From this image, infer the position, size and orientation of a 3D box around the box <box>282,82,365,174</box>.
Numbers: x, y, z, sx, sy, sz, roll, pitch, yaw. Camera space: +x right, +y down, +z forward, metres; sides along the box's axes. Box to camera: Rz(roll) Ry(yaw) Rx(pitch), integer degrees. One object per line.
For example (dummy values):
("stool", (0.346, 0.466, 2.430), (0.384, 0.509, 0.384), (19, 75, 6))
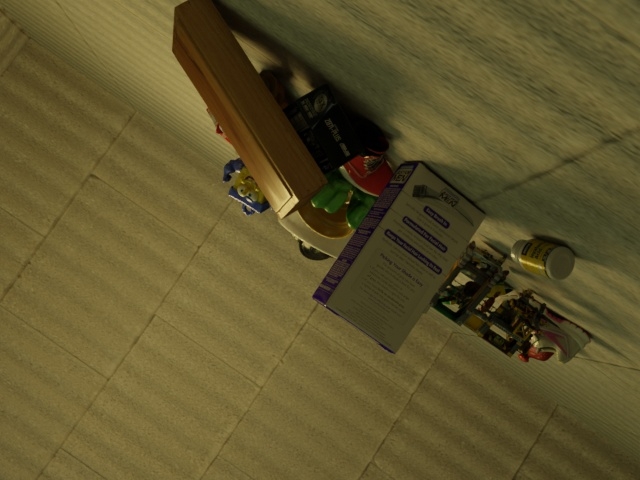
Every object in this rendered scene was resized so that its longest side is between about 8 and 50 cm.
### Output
("box", (-0.015, -0.200, 1.443), (0.147, 0.077, 0.180), (59, 157, -7))

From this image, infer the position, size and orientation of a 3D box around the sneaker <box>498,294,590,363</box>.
("sneaker", (0.570, 0.233, 1.963), (0.252, 0.111, 0.103), (32, 174, 29))

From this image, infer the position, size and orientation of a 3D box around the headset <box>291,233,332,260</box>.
("headset", (0.000, 0.000, 2.572), (0.394, 0.185, 0.243), (47, -149, -1))

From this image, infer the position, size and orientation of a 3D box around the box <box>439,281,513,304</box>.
("box", (0.418, 0.137, 2.015), (0.179, 0.043, 0.105), (-8, 179, -8))

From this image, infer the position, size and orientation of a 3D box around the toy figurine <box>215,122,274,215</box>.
("toy figurine", (-0.126, -0.151, 1.940), (0.362, 0.217, 0.191), (30, -155, 15))

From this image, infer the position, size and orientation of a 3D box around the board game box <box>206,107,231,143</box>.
("board game box", (-0.247, -0.316, 2.244), (0.193, 0.045, 0.147), (41, -168, -44))

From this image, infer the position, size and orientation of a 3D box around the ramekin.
("ramekin", (0.021, -0.060, 2.294), (0.277, 0.135, 0.277), (28, -169, -6))

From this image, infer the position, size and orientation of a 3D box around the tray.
("tray", (-0.146, -0.243, 1.431), (0.411, 0.076, 0.203), (58, 165, 1))

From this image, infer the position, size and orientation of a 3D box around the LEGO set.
("LEGO set", (0.414, 0.107, 1.786), (0.331, 0.192, 0.255), (37, -156, 6))

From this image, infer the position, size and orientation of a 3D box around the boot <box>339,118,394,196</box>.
("boot", (0.107, -0.161, 1.516), (0.244, 0.088, 0.176), (43, 169, -35))

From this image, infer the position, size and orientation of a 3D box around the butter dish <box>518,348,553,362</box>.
("butter dish", (0.628, 0.306, 2.212), (0.160, 0.118, 0.160), (32, 173, 27))

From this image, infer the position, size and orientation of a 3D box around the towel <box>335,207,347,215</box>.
("towel", (0.054, -0.120, 2.182), (0.197, 0.029, 0.144), (33, -155, 20))

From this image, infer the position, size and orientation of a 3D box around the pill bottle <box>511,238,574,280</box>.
("pill bottle", (0.416, 0.032, 1.411), (0.065, 0.065, 0.116), (38, 173, -27))

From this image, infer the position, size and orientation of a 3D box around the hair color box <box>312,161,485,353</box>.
("hair color box", (0.157, 0.032, 1.507), (0.185, 0.339, 0.110), (36, 175, -17))

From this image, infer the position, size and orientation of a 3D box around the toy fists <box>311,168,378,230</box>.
("toy fists", (0.066, -0.103, 1.675), (0.279, 0.096, 0.142), (33, -141, -20))

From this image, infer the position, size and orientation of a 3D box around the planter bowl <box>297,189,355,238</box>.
("planter bowl", (0.035, -0.119, 2.046), (0.217, 0.090, 0.217), (21, 131, 26))

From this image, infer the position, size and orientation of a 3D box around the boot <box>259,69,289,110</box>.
("boot", (-0.074, -0.262, 1.652), (0.220, 0.109, 0.283), (29, 166, -19))

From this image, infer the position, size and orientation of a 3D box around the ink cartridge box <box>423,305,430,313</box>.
("ink cartridge box", (0.271, 0.078, 2.002), (0.139, 0.191, 0.082), (40, 174, -32))
